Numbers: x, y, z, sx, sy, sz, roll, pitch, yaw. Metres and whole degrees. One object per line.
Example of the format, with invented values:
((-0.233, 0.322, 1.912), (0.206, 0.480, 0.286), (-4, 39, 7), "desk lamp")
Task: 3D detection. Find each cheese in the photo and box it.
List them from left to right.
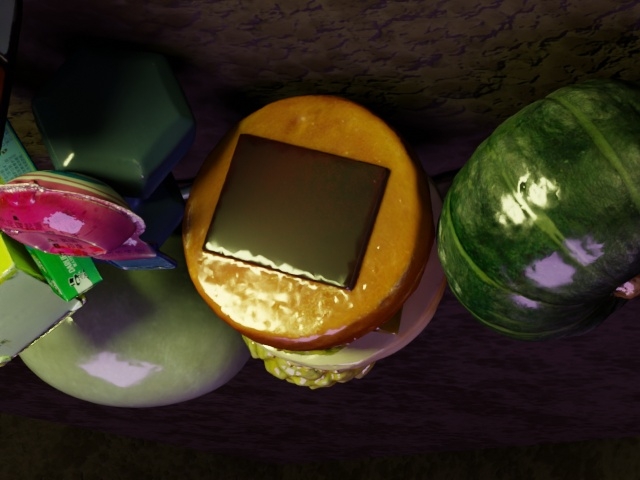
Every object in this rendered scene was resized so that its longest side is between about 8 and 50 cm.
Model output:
((-0.227, -0.013, 1.133), (0.155, 0.062, 0.244), (-2, 161, 25), "cheese")

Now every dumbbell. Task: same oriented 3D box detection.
((-0.218, -0.080, 1.252), (0.160, 0.144, 0.325), (8, 160, -6), "dumbbell")

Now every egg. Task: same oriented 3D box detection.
((-0.259, 0.107, 1.638), (0.352, 0.258, 0.258), (5, 163, -23), "egg")

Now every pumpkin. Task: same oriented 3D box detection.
((0.257, -0.033, 1.142), (0.300, 0.207, 0.300), (-23, 152, -13), "pumpkin")

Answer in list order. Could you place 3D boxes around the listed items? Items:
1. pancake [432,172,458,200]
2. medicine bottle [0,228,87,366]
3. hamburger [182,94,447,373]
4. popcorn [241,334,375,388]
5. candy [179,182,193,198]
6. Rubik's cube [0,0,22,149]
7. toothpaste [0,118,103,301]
((0.258, -0.028, 1.451), (0.295, 0.049, 0.294), (3, 160, 1), "pancake")
((-0.401, 0.006, 1.346), (0.137, 0.250, 0.141), (-40, 148, 10), "medicine bottle")
((0.000, 0.000, 1.242), (0.291, 0.291, 0.225), (-1, 169, 14), "hamburger")
((0.003, 0.068, 1.563), (0.259, 0.259, 0.212), (12, 145, -21), "popcorn")
((-0.348, -0.019, 1.529), (0.440, 0.119, 0.119), (-13, 157, 15), "candy")
((-0.369, -0.169, 0.960), (0.167, 0.180, 0.183), (-4, 158, 21), "Rubik's cube")
((-0.315, -0.061, 1.204), (0.065, 0.050, 0.266), (16, 138, 60), "toothpaste")
